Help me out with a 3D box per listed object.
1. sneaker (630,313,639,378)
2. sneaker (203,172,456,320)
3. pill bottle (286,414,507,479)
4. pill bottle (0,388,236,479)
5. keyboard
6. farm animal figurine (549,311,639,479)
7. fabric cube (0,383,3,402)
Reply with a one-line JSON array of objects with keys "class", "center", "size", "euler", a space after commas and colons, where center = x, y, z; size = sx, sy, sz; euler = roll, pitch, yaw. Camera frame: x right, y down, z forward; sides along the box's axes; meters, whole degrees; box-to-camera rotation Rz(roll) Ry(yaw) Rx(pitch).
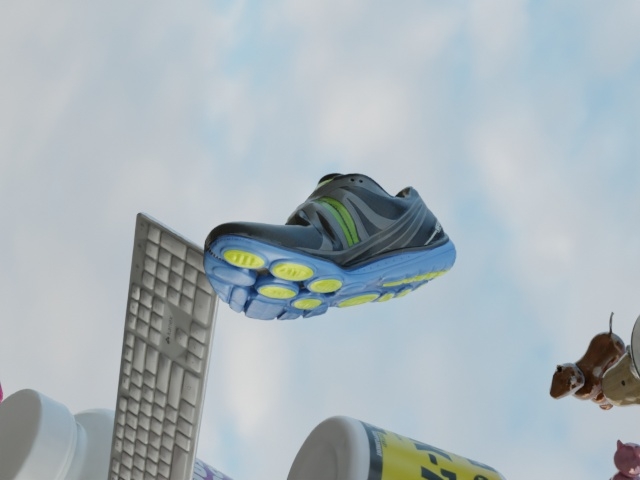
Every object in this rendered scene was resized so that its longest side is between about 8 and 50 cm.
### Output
[{"class": "sneaker", "center": [0.398, 0.121, 1.304], "size": [0.129, 0.297, 0.111], "euler": [119, -5, -53]}, {"class": "sneaker", "center": [0.000, 0.000, 0.979], "size": [0.067, 0.188, 0.078], "euler": [-40, -114, 41]}, {"class": "pill bottle", "center": [0.084, 0.226, 1.331], "size": [0.119, 0.208, 0.119], "euler": [-46, -148, 41]}, {"class": "pill bottle", "center": [-0.188, 0.263, 1.561], "size": [0.169, 0.301, 0.169], "euler": [-34, -143, 30]}, {"class": "keyboard", "center": [-0.102, 0.106, 1.035], "size": [0.072, 0.014, 0.256], "euler": [34, -52, 35]}, {"class": "farm animal figurine", "center": [0.406, 0.180, 1.794], "size": [0.326, 0.172, 0.330], "euler": [-30, -130, 4]}, {"class": "fabric cube", "center": [-0.369, 0.027, 0.918], "size": [0.259, 0.258, 0.254], "euler": [-30, -106, 54]}]
